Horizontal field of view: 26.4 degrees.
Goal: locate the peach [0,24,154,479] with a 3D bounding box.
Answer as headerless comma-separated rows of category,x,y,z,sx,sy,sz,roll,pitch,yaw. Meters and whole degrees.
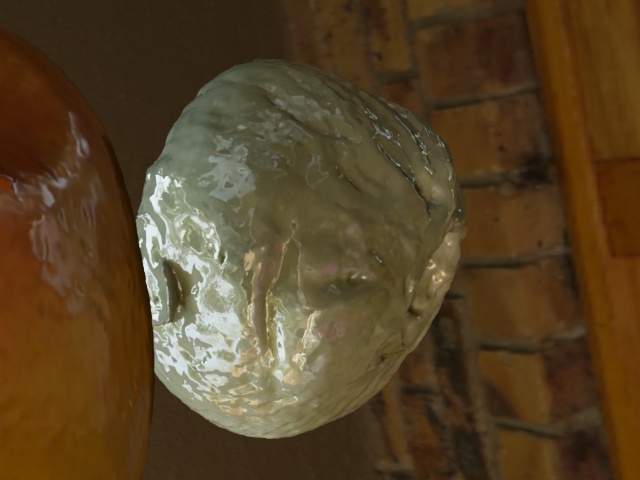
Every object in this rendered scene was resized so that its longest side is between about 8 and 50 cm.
peach,-0.205,0.039,0.422,0.308,0.289,0.289,39,-113,-65

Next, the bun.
bun,0.000,0.000,0.803,0.244,0.153,0.244,-27,-58,-56
